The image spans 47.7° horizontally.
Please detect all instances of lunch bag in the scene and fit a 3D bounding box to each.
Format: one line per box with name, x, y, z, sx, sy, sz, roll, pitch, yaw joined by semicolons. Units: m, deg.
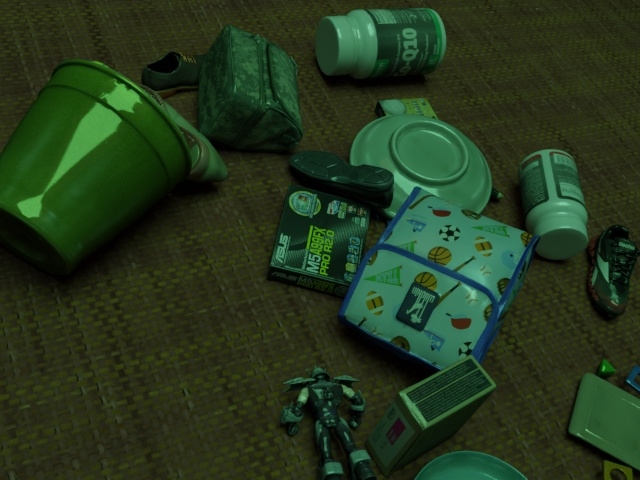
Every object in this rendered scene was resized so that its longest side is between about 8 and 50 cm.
lunch bag;-0.174;-0.393;1.934;0.256;0.212;0.305;17;48;-31
lunch bag;0.266;0.104;1.631;0.328;0.238;0.385;25;57;21

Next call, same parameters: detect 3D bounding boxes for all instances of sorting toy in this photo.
sorting toy;0.667;0.418;1.642;0.196;0.047;0.347;26;49;10

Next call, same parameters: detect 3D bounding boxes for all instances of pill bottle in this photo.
pill bottle;0.180;-0.597;2.199;0.361;0.204;0.204;-10;56;-23
pill bottle;0.631;-0.097;1.966;0.161;0.161;0.283;12;50;-8

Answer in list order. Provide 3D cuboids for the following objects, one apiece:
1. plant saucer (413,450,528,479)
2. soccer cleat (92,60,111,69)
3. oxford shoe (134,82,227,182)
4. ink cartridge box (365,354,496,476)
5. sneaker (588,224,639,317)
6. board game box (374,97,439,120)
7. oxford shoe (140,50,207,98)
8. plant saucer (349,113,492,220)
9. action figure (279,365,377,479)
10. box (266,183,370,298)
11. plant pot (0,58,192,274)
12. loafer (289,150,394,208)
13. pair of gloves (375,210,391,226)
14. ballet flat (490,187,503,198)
plant saucer;0.309;0.570;1.411;0.318;0.043;0.317;9;50;-11
soccer cleat;-0.572;-0.366;1.828;0.121;0.093;0.289;27;35;-48
oxford shoe;-0.384;-0.259;1.829;0.397;0.140;0.146;46;10;31
ink cartridge box;0.213;0.347;1.433;0.193;0.234;0.088;-19;60;-30
sneaker;0.769;0.068;1.895;0.098;0.135;0.276;19;51;-4
board game box;0.278;-0.315;2.108;0.165;0.042;0.243;-7;55;-21
oxford shoe;-0.370;-0.475;1.999;0.271;0.098;0.097;-33;67;-35
plant saucer;0.280;-0.212;1.939;0.401;0.100;0.400;6;56;-9
action figure;0.017;0.373;1.449;0.186;0.099;0.285;-7;51;-13
box;0.000;0.000;1.759;0.216;0.060;0.270;16;49;-5
plant pot;-0.524;-0.127;1.542;0.367;0.366;0.353;28;60;6
loafer;0.050;-0.151;1.860;0.303;0.095;0.109;18;46;30
pair of gloves;0.232;-0.084;1.924;0.198;0.023;0.159;-1;53;-19
ballet flat;0.426;-0.140;2.022;0.173;0.057;0.049;14;92;-6
